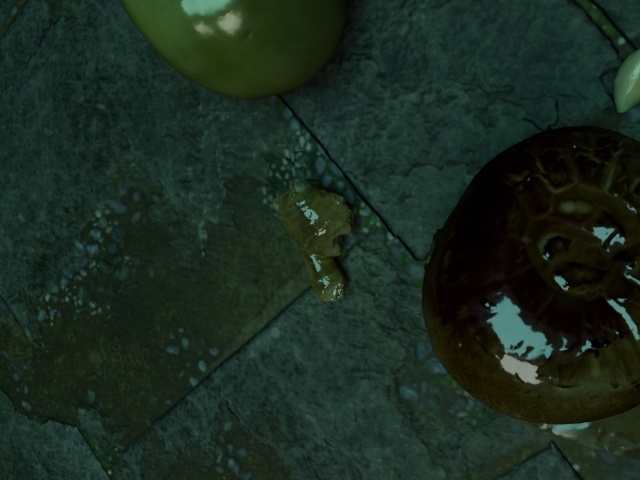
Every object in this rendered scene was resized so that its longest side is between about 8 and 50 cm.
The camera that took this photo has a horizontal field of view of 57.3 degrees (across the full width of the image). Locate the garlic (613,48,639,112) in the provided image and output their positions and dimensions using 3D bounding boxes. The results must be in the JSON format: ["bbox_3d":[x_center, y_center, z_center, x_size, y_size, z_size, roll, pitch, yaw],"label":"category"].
[{"bbox_3d":[0.332,-0.169,0.587,0.083,0.041,0.053,-23,92,19],"label":"garlic"}]

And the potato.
[{"bbox_3d":[0.291,0.154,0.616,0.261,0.100,0.120,14,104,23],"label":"potato"}]

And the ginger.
[{"bbox_3d":[0.007,-0.003,0.751,0.096,0.067,0.165,-19,102,26],"label":"ginger"}]

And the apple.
[{"bbox_3d":[-0.095,-0.294,0.668,0.263,0.262,0.262,4,99,25],"label":"apple"}]

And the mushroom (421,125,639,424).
[{"bbox_3d":[0.227,0.026,0.571,0.278,0.163,0.296,18,77,29],"label":"mushroom"}]
